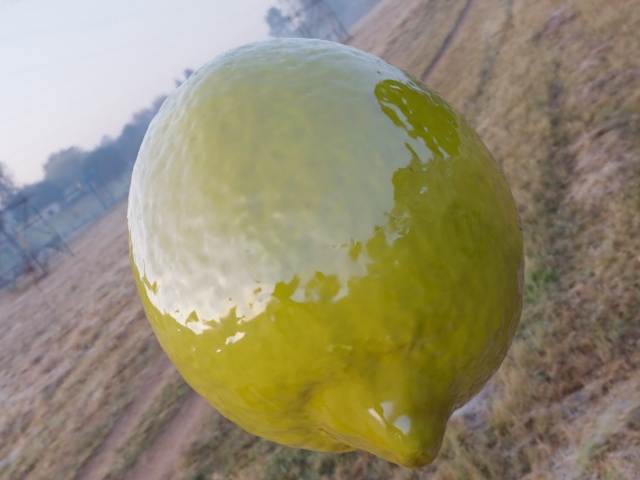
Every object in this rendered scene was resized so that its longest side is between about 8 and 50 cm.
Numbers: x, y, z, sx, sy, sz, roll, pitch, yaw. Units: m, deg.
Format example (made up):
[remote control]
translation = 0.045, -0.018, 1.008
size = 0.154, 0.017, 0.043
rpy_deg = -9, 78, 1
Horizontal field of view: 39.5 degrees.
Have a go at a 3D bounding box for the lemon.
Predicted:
[lemon]
translation = 0.000, 0.000, 0.430
size = 0.187, 0.244, 0.187
rpy_deg = -16, -33, -11
